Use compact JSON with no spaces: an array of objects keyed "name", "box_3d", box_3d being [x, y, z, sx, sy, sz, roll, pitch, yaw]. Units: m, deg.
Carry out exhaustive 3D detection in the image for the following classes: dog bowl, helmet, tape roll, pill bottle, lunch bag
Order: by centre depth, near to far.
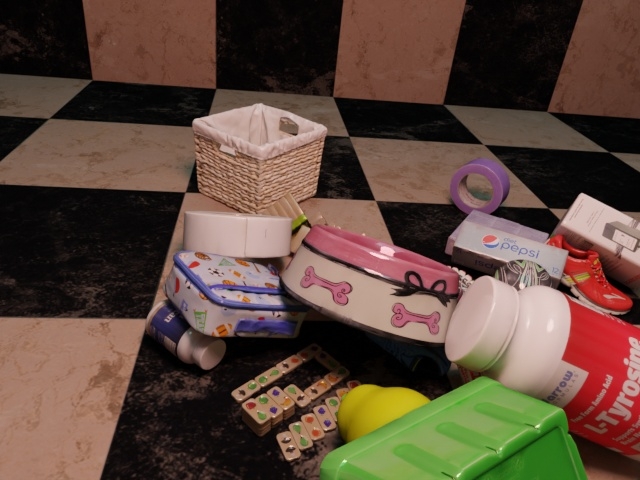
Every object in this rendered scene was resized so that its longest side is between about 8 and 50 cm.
[{"name":"pill bottle","box_3d":[0.454,0.225,0.949,0.407,0.229,0.229,24,31,-3]},{"name":"pill bottle","box_3d":[-0.281,0.200,1.080,0.169,0.094,0.094,26,36,30]},{"name":"lunch bag","box_3d":[-0.171,0.125,1.127,0.303,0.115,0.243,11,16,-47]},{"name":"dog bowl","box_3d":[0.122,0.085,1.136,0.407,0.151,0.408,17,6,-2]},{"name":"helmet","box_3d":[0.495,0.130,1.267,0.169,0.162,0.170,-3,67,7]},{"name":"tape roll","box_3d":[-0.215,-0.020,1.345,0.285,0.100,0.286,5,4,0]},{"name":"tape roll","box_3d":[0.556,-0.186,1.792,0.188,0.189,0.080,25,35,29]}]

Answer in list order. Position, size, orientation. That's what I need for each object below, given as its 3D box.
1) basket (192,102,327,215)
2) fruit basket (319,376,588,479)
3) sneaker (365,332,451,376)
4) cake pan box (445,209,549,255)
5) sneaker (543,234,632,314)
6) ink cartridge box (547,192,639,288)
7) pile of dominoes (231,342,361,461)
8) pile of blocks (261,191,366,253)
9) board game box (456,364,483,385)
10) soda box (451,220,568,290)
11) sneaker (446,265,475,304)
[{"name":"basket","box_3d":[-0.206,-0.273,1.720,0.328,0.267,0.331,26,35,30]},{"name":"fruit basket","box_3d":[0.163,0.367,0.800,0.391,0.283,0.392,-17,-6,-2]},{"name":"sneaker","box_3d":[0.186,0.236,1.131,0.209,0.069,0.082,20,33,21]},{"name":"cake pan box","box_3d":[0.554,0.010,1.583,0.266,0.070,0.245,21,36,23]},{"name":"sneaker","box_3d":[0.734,0.091,1.403,0.279,0.118,0.107,41,41,20]},{"name":"ink cartridge box","box_3d":[0.813,0.006,1.448,0.272,0.115,0.198,33,-6,18]},{"name":"pile of dominoes","box_3d":[-0.034,0.299,1.014,0.251,0.040,0.196,-24,42,-39]},{"name":"pile of blocks","box_3d":[0.000,0.000,1.486,0.362,0.149,0.112,29,-6,19]},{"name":"board game box","box_3d":[0.387,0.274,1.070,0.193,0.045,0.147,-5,62,-17]},{"name":"soda box","box_3d":[0.514,0.044,1.407,0.286,0.091,0.098,19,61,22]},{"name":"sneaker","box_3d":[0.348,0.165,1.232,0.112,0.121,0.299,-22,42,-34]}]
